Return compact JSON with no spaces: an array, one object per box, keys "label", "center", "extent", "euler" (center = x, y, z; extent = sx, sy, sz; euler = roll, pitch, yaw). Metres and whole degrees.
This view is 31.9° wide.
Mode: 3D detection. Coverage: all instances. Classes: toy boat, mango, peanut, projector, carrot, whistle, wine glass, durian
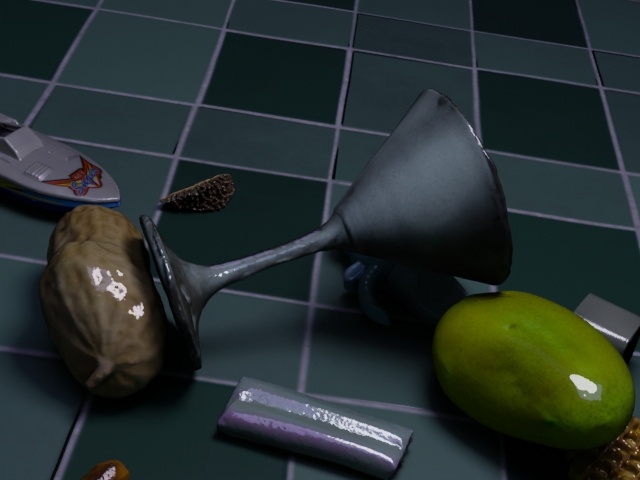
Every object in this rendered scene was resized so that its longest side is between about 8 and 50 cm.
[{"label":"toy boat","center":[-0.411,-0.108,1.635],"extent":[0.295,0.088,0.129],"euler":[23,37,20]},{"label":"mango","center":[0.260,0.156,1.350],"extent":[0.273,0.149,0.185],"euler":[21,34,37]},{"label":"peanut","center":[-0.271,0.056,1.370],"extent":[0.143,0.159,0.291],"euler":[-18,40,-4]},{"label":"projector","center":[0.371,0.130,1.481],"extent":[0.082,0.083,0.083],"euler":[26,39,23]},{"label":"carrot","center":[-0.265,0.286,1.154],"extent":[0.042,0.042,0.171],"euler":[26,39,23]},{"label":"whistle","center":[0.109,0.035,1.554],"extent":[0.186,0.093,0.274],"euler":[-32,53,-24]},{"label":"wine glass","center":[0.000,0.000,1.386],"extent":[0.406,0.267,0.267],"euler":[-21,41,-8]},{"label":"durian","center":[-0.179,-0.077,1.677],"extent":[0.130,0.052,0.066],"euler":[-22,43,-36]}]

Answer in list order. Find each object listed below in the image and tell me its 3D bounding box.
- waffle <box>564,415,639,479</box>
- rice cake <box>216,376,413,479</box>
[{"label":"waffle","center":[0.378,0.279,1.313],"extent":[0.191,0.038,0.191],"euler":[6,34,-4]},{"label":"rice cake","center":[-0.005,0.221,1.306],"extent":[0.222,0.042,0.080],"euler":[16,34,8]}]
